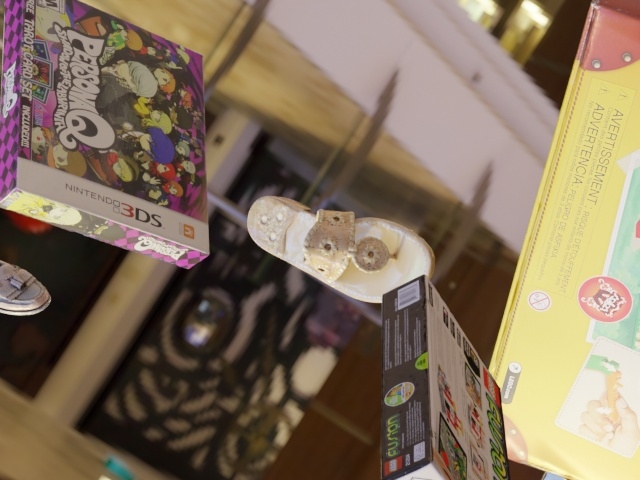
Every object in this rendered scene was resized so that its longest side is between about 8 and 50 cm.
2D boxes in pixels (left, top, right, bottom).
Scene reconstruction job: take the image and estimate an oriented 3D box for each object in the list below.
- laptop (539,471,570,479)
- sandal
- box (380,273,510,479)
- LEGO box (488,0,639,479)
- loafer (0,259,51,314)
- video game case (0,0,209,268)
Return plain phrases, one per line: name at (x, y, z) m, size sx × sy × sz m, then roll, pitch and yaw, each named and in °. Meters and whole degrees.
laptop at (0.325, 0.541, 1.765) m, size 0.236 × 0.408 × 0.382 m, roll 10°, pitch 148°, yaw 0°
sandal at (-0.001, 0.006, 1.553) m, size 0.240 × 0.088 × 0.079 m, roll 20°, pitch -170°, yaw 38°
box at (0.081, 0.122, 0.962) m, size 0.114 × 0.036 × 0.207 m, roll 56°, pitch -162°, yaw -24°
LEGO box at (0.383, 0.016, 1.385) m, size 0.372 × 0.500 × 0.193 m, roll 19°, pitch -145°, yaw 11°
loafer at (-0.313, 0.038, 1.457) m, size 0.125 × 0.045 × 0.039 m, roll 17°, pitch 135°, yaw 37°
video game case at (-0.198, -0.107, 1.398) m, size 0.210 × 0.232 × 0.042 m, roll 21°, pitch 142°, yaw -37°
